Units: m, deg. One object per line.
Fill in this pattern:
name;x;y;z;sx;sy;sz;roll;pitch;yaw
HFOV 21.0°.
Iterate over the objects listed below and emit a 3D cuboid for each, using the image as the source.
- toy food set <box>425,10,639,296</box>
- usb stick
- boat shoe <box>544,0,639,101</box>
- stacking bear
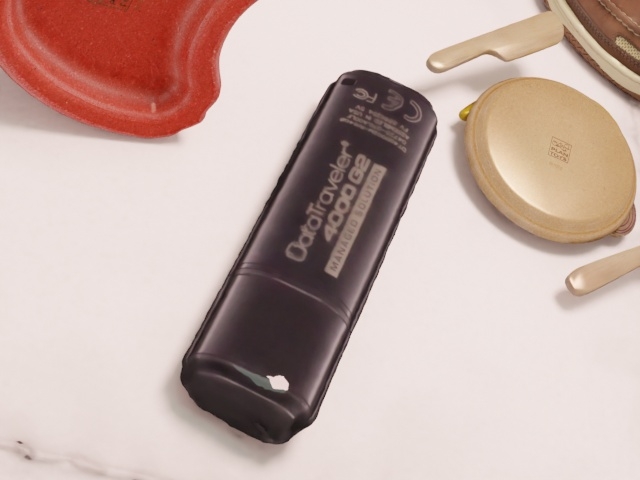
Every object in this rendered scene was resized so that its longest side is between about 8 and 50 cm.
toy food set;0.150;-0.050;1.122;0.132;0.038;0.192;-20;72;-31
usb stick;0.000;0.000;0.987;0.077;0.045;0.278;25;46;0
boat shoe;0.273;-0.133;1.208;0.257;0.095;0.095;42;46;7
stacking bear;-0.144;-0.228;1.021;0.164;0.175;0.289;10;41;-31
